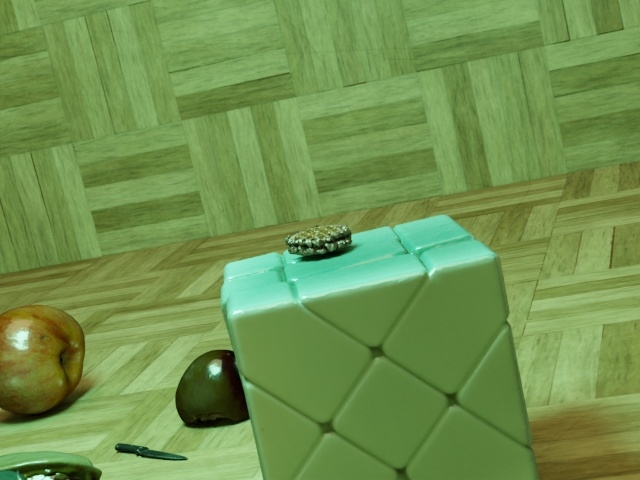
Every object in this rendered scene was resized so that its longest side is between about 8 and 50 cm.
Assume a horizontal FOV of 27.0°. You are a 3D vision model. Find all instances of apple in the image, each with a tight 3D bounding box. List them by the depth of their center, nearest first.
[{"bbox_3d":[-0.514,0.213,2.393,0.164,0.209,0.209,-4,14,19],"label":"apple"}]

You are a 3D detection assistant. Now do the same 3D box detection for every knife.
[{"bbox_3d":[-0.259,0.322,2.031,0.170,0.010,0.023,0,17,43],"label":"knife"}]

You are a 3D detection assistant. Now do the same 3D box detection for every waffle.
[{"bbox_3d":[0.000,0.000,1.653,0.083,0.029,0.075,-4,16,31],"label":"waffle"}]

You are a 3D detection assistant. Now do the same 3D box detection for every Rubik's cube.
[{"bbox_3d":[0.065,0.169,1.632,0.321,0.319,0.316,-13,11,-4],"label":"Rubik's cube"}]

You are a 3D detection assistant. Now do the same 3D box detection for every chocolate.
[{"bbox_3d":[-0.171,0.244,2.128,0.133,0.127,0.124,-25,-19,2],"label":"chocolate"}]

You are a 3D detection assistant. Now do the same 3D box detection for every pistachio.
[{"bbox_3d":[-0.396,0.351,1.804,0.206,0.131,0.130,-8,56,3],"label":"pistachio"}]

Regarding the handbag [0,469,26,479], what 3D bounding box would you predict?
[{"bbox_3d":[-0.500,0.403,1.599,0.326,0.089,0.238,-12,30,-1],"label":"handbag"}]
